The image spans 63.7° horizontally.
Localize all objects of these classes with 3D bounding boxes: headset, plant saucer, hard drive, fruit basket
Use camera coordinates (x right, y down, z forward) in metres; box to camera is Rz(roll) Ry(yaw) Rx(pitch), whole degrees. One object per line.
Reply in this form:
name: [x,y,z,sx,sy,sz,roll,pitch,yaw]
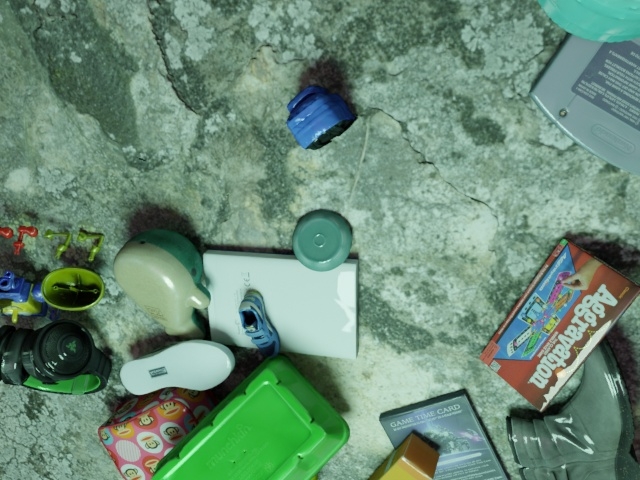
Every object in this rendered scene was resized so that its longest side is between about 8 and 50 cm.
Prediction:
headset: [-0.628,0.267,1.106,0.243,0.185,0.394,-7,141,11]
plant saucer: [0.000,0.000,0.984,0.119,0.021,0.120,-1,87,14]
hard drive: [-0.080,0.130,1.063,0.318,0.040,0.211,3,109,14]
fruit basket: [-0.126,0.456,1.077,0.283,0.392,0.392,45,114,15]

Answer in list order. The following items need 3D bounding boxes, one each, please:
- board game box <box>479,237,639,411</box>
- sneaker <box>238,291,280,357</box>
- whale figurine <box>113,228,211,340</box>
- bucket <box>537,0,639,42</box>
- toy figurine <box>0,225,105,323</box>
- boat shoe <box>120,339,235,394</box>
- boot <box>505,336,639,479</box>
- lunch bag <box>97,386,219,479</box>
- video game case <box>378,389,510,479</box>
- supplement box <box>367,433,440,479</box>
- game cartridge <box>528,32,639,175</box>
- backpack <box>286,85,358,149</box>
board game box: [0.413,0.152,0.911,0.145,0.027,0.282,41,118,33]
sneaker: [-0.127,0.179,1.037,0.053,0.059,0.144,-19,104,18]
whale figurine: [-0.309,0.092,1.077,0.216,0.141,0.272,7,134,24]
bucket: [0.405,-0.400,0.644,0.280,0.183,0.282,1,93,11]
toy figurine: [-0.657,0.098,1.168,0.361,0.192,0.217,1,154,-11]
boat shoe: [-0.300,0.269,1.134,0.301,0.102,0.108,-19,95,27]
boot: [0.455,0.337,0.963,0.222,0.118,0.339,-9,101,24]
lunch bag: [-0.348,0.480,1.211,0.292,0.120,0.258,-24,102,20]
video game case: [0.271,0.460,1.096,0.195,0.026,0.275,-24,101,21]
supplement box: [0.156,0.516,1.096,0.078,0.080,0.234,35,121,8]
game cartridge: [0.488,-0.214,0.790,0.294,0.060,0.196,32,110,2]
backpack: [-0.009,-0.209,0.883,0.098,0.120,0.101,-39,96,24]
